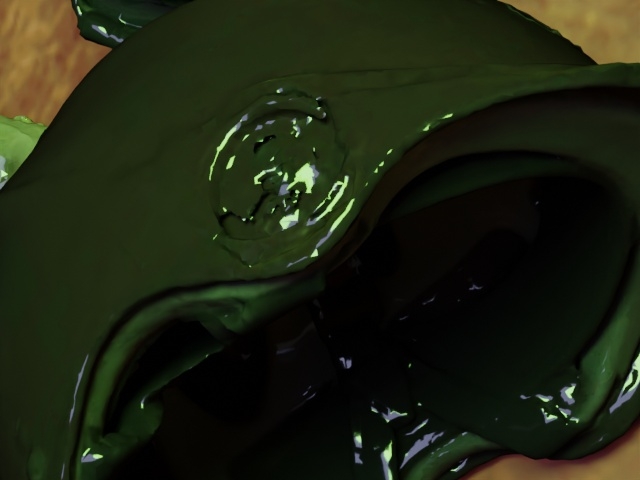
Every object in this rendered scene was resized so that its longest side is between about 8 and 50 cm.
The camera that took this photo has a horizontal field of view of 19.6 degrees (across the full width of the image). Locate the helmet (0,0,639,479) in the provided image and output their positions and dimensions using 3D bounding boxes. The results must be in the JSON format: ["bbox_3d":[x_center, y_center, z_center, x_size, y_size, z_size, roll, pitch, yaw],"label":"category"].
[{"bbox_3d":[0.000,0.000,0.669,0.305,0.225,0.177,-40,52,10],"label":"helmet"}]

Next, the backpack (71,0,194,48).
[{"bbox_3d":[-0.033,-0.191,0.756,0.206,0.133,0.258,7,70,23],"label":"backpack"}]

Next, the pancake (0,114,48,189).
[{"bbox_3d":[-0.225,0.111,0.845,0.387,0.082,0.387,-8,73,28],"label":"pancake"}]
